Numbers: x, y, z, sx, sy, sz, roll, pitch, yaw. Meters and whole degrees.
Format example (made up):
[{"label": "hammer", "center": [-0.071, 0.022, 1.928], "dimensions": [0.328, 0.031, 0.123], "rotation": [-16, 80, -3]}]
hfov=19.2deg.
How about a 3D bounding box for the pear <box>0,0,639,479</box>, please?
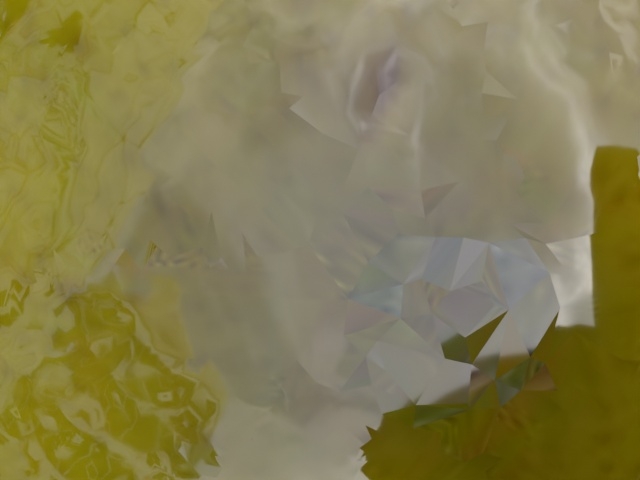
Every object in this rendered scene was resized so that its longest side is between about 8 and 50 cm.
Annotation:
[{"label": "pear", "center": [0.000, 0.000, 0.595], "dimensions": [0.340, 0.191, 0.386], "rotation": [31, 94, -15]}]
